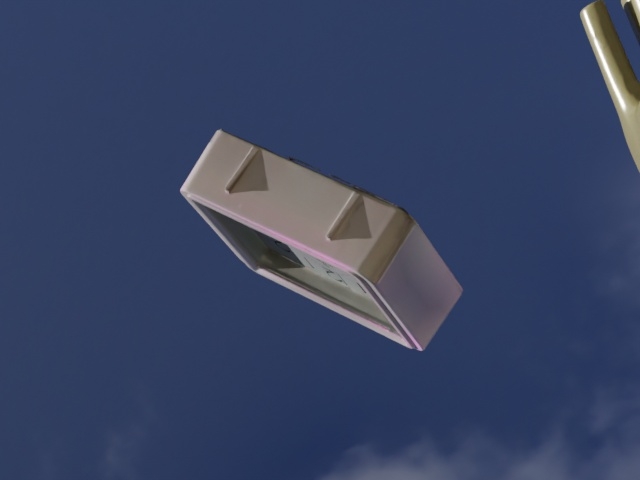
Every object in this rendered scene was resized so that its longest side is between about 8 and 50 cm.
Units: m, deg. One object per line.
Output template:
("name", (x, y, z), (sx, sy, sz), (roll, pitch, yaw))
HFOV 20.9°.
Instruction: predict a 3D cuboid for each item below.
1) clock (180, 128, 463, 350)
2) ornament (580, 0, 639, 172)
("clock", (0.000, 0.000, 1.364), (0.197, 0.150, 0.063), (25, -105, 31))
("ornament", (0.248, -0.084, 1.128), (0.061, 0.230, 0.244), (-20, -103, -4))
